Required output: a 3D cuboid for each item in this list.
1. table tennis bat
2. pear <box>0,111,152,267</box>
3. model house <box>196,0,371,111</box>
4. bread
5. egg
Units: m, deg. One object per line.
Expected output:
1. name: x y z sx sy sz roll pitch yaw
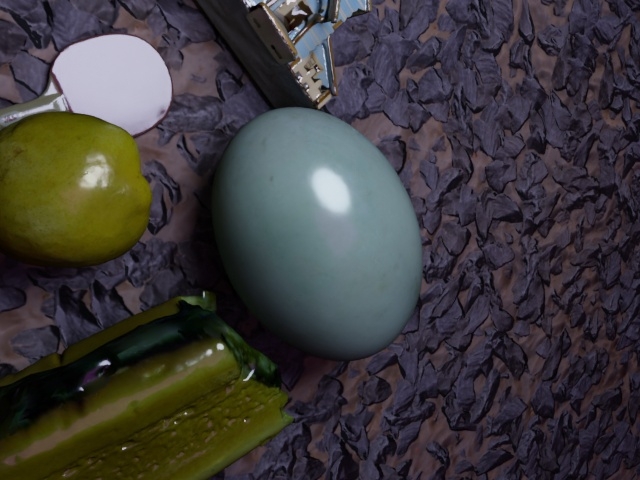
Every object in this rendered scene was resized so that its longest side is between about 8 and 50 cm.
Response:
1. table tennis bat: -0.310 -0.186 0.771 0.246 0.022 0.138 -26 111 -27
2. pear: -0.299 -0.056 0.700 0.200 0.200 0.200 -6 102 -30
3. model house: -0.027 -0.338 0.827 0.206 0.178 0.271 -46 115 -18
4. bread: -0.250 0.226 0.767 0.376 0.208 0.251 -28 119 -24
5. egg: 0.000 0.000 0.838 0.276 0.276 0.389 -39 117 -20
